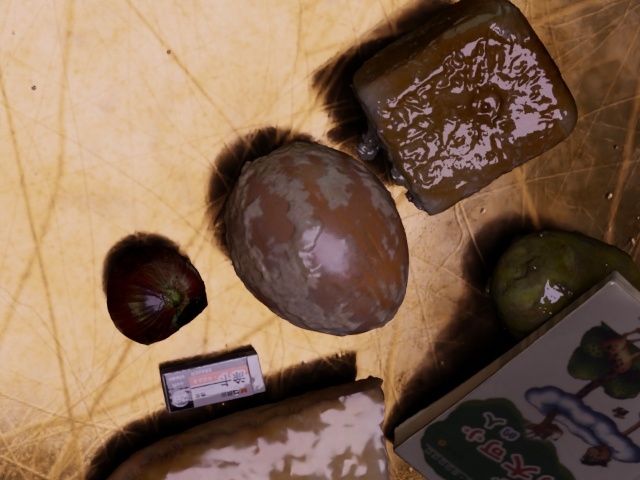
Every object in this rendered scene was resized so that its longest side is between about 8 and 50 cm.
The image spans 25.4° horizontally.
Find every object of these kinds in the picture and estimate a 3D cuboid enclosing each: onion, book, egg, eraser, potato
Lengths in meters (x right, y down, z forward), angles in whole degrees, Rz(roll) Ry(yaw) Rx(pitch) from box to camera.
[{"bbox_3d":[-0.196,0.060,1.661,0.118,0.118,0.117,50,55,-15],"label":"onion"},{"bbox_3d":[0.304,0.222,1.737,0.260,0.043,0.371,39,119,-17],"label":"book"},{"bbox_3d":[0.000,0.000,1.635,0.203,0.203,0.245,-39,87,-3],"label":"egg"},{"bbox_3d":[-0.131,0.171,1.731,0.122,0.029,0.052,-12,103,-10],"label":"eraser"},{"bbox_3d":[0.339,0.098,1.762,0.298,0.141,0.176,37,111,-18],"label":"potato"}]

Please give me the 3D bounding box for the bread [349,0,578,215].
[{"bbox_3d":[0.151,-0.160,1.656,0.246,0.176,0.195,-31,106,3],"label":"bread"}]

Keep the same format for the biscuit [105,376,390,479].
[{"bbox_3d":[-0.090,0.422,1.745,0.446,0.104,0.429,-16,105,-8],"label":"biscuit"}]

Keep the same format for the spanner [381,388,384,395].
[{"bbox_3d":[0.016,0.263,1.788,0.046,0.012,0.208,31,93,-16],"label":"spanner"}]
